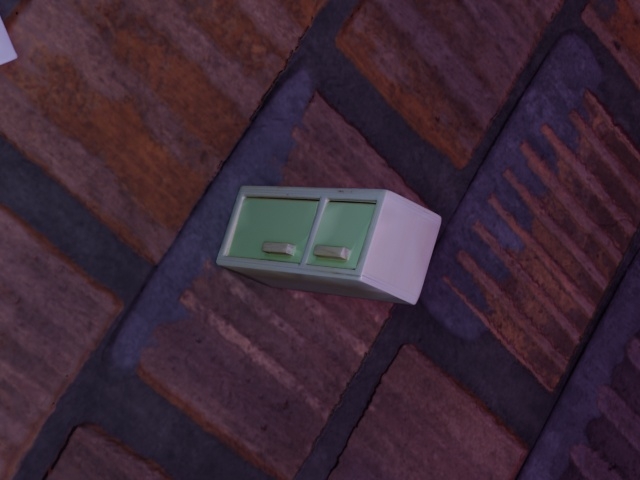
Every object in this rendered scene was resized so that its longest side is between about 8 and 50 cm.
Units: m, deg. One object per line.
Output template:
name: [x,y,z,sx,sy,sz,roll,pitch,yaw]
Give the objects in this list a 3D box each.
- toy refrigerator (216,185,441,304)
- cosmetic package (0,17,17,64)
toy refrigerator: [0.000,0.000,1.496,0.094,0.269,0.102,25,78,-36]
cosmetic package: [-0.420,-0.175,1.291,0.239,0.060,0.099,-31,113,-32]
